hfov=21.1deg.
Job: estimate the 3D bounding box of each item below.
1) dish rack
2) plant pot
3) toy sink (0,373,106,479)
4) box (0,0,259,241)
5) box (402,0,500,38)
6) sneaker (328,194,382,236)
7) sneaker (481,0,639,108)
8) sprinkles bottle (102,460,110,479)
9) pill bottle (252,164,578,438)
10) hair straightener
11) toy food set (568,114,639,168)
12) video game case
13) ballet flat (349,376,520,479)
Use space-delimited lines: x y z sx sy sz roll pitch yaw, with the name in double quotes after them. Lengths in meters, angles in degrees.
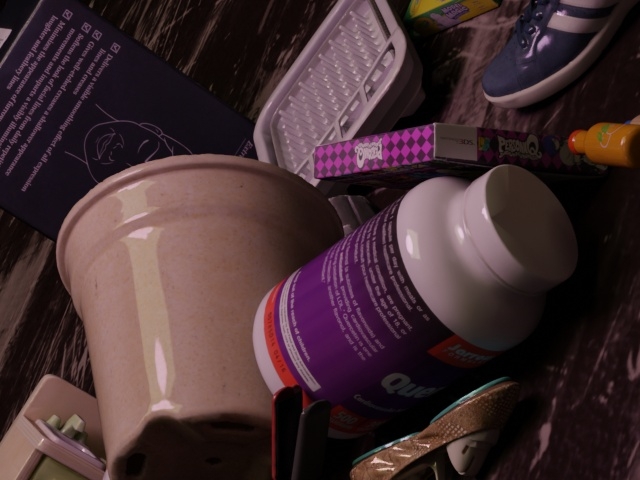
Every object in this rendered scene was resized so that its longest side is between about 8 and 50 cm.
0.029 -0.175 2.207 0.285 0.072 0.333 -54 24 19 "dish rack"
-0.126 0.129 1.889 0.334 0.334 0.305 -39 40 34 "plant pot"
-0.336 0.314 2.199 0.234 0.153 0.131 -57 24 -5 "toy sink"
-0.322 -0.136 2.434 0.293 0.395 0.212 -58 23 -6 "box"
0.172 -0.324 2.183 0.179 0.043 0.105 -19 43 56 "box"
0.000 0.000 2.069 0.178 0.077 0.072 -23 77 20 "sneaker"
0.271 -0.293 1.831 0.350 0.148 0.131 -45 26 24 "sneaker"
-0.205 0.218 2.114 0.121 0.121 0.355 -46 26 22 "sprinkles bottle"
0.093 0.057 1.685 0.323 0.181 0.181 -35 31 39 "pill bottle"
-0.012 0.260 1.675 0.089 0.047 0.230 20 112 40 "hair straightener"
0.333 -0.157 1.590 0.232 0.111 0.104 -62 25 -7 "toy food set"
0.139 -0.080 1.749 0.232 0.210 0.042 -6 82 61 "video game case"
0.116 0.201 1.619 0.206 0.073 0.067 -37 61 33 "ballet flat"
